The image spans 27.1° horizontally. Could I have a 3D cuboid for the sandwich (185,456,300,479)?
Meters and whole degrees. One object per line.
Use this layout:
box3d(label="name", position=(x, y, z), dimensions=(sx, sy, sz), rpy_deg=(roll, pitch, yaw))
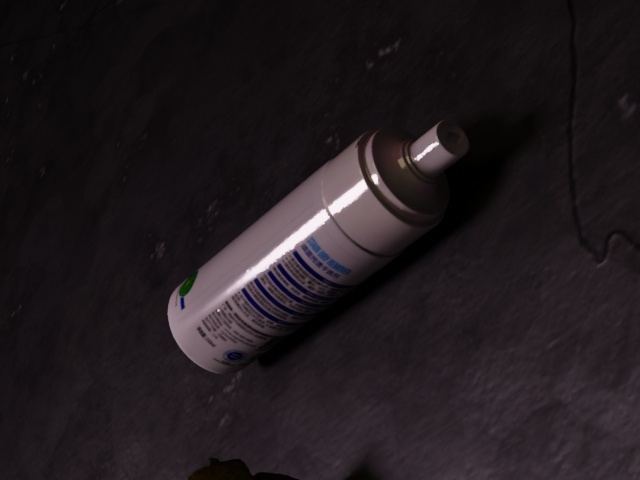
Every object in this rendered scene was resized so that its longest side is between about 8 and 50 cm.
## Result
box3d(label="sandwich", position=(-0.040, 0.259, 0.914), dimensions=(0.185, 0.109, 0.160), rpy_deg=(-120, 40, -51))

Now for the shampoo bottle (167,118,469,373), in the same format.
box3d(label="shampoo bottle", position=(0.000, 0.000, 1.026), dimensions=(0.303, 0.092, 0.092), rpy_deg=(-39, 40, 38))
